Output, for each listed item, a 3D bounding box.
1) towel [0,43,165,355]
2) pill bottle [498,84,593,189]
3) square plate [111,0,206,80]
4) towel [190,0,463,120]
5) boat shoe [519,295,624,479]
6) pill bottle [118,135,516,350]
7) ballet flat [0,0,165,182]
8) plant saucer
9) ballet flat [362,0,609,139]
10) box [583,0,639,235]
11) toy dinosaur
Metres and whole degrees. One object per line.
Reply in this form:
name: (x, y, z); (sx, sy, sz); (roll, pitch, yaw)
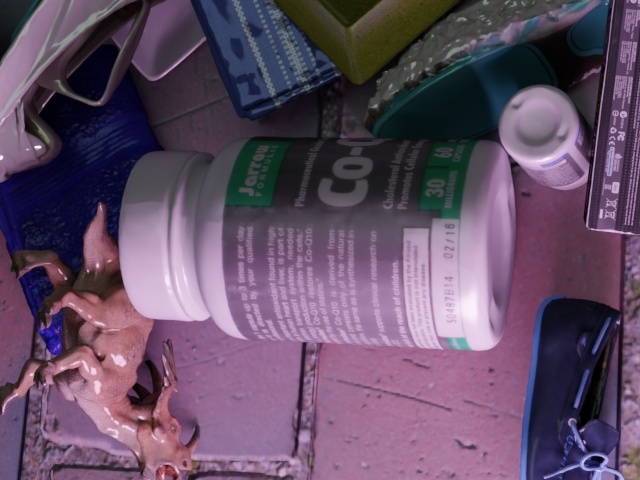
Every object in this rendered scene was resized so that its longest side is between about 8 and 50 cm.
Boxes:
towel: (-0.274, -0.051, 1.682); (0.227, 0.076, 0.308); (-33, 68, 13)
pill bottle: (0.225, -0.096, 1.457); (0.078, 0.137, 0.078); (-5, 76, 20)
square plate: (-0.168, -0.413, 1.655); (0.347, 0.049, 0.344); (-38, 105, 10)
towel: (0.022, -0.297, 1.607); (0.336, 0.040, 0.243); (-24, 77, 6)
boat shoe: (0.239, 0.178, 1.407); (0.089, 0.109, 0.258); (2, 81, 19)
pill bottle: (0.000, 0.000, 1.471); (0.361, 0.204, 0.204); (1, 78, 15)
ballet flat: (-0.305, -0.164, 1.624); (0.139, 0.139, 0.400); (43, 98, 24)
plant saucer: (0.053, -0.275, 1.514); (0.188, 0.045, 0.188); (-41, 49, 1)
ballet flat: (0.225, -0.219, 1.503); (0.409, 0.147, 0.147); (-25, 70, 10)
box: (0.366, -0.132, 1.381); (0.216, 0.060, 0.270); (6, 97, 6)
toy dinosaur: (-0.215, 0.098, 1.555); (0.127, 0.200, 0.296); (20, 106, 56)
